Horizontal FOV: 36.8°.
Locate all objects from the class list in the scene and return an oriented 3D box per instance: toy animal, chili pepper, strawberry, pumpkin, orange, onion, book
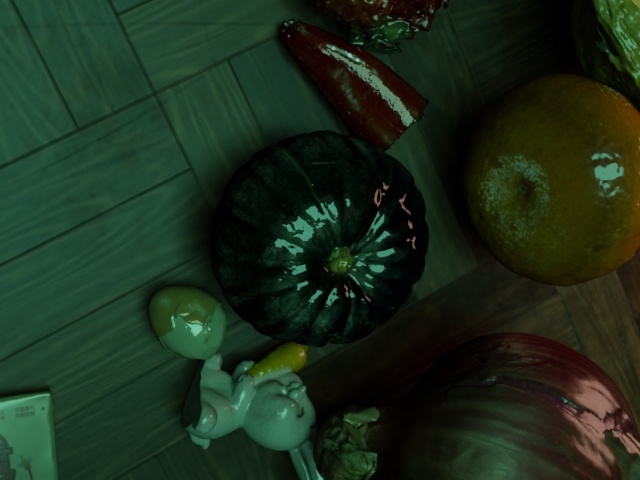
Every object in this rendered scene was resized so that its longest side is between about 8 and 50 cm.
[{"bbox_3d":[-0.050,0.185,1.009,0.182,0.131,0.127,18,122,-14],"label":"toy animal"},{"bbox_3d":[0.024,-0.169,1.001,0.169,0.065,0.088,42,103,-13],"label":"chili pepper"},{"bbox_3d":[0.067,-0.312,0.952,0.175,0.107,0.236,-1,84,-12],"label":"strawberry"},{"bbox_3d":[0.000,0.000,0.954,0.221,0.162,0.220,-4,108,-14],"label":"pumpkin"},{"bbox_3d":[0.257,-0.065,1.013,0.170,0.224,0.224,-21,104,-38],"label":"orange"},{"bbox_3d":[0.185,0.269,0.965,0.354,0.354,0.353,-3,98,-20],"label":"onion"},{"bbox_3d":[-0.336,0.266,0.935,0.162,0.022,0.231,-4,99,-20],"label":"book"}]

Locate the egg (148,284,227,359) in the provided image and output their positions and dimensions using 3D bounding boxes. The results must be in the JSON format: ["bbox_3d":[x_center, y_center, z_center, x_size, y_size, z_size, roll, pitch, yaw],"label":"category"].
[{"bbox_3d":[-0.134,0.080,0.962,0.083,0.071,0.071,30,86,-15],"label":"egg"}]

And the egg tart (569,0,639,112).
[{"bbox_3d":[0.367,-0.230,1.057,0.294,0.123,0.294,11,70,-34],"label":"egg tart"}]
